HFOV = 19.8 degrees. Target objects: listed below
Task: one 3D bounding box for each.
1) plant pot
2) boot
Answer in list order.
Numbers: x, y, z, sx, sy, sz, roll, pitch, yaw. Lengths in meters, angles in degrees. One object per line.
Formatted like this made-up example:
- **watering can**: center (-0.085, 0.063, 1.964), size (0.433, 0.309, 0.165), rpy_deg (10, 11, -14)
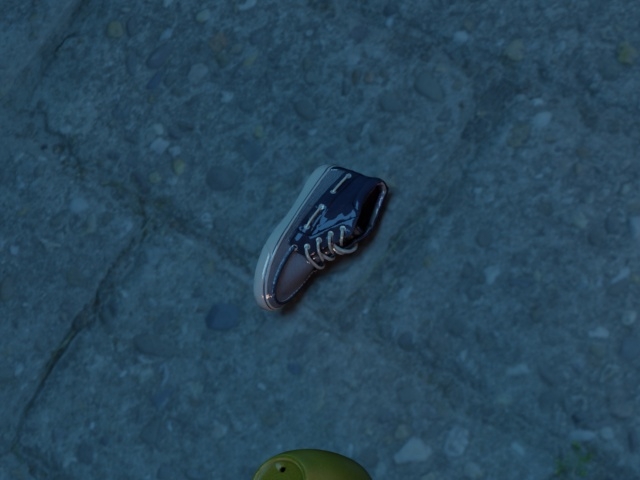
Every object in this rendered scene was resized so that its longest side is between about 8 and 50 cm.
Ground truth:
- **plant pot**: center (-0.021, 0.270, 1.898), size (0.134, 0.095, 0.134), rpy_deg (-14, 59, 23)
- **boot**: center (0.000, 0.000, 2.052), size (0.086, 0.069, 0.190), rpy_deg (15, 71, 39)
